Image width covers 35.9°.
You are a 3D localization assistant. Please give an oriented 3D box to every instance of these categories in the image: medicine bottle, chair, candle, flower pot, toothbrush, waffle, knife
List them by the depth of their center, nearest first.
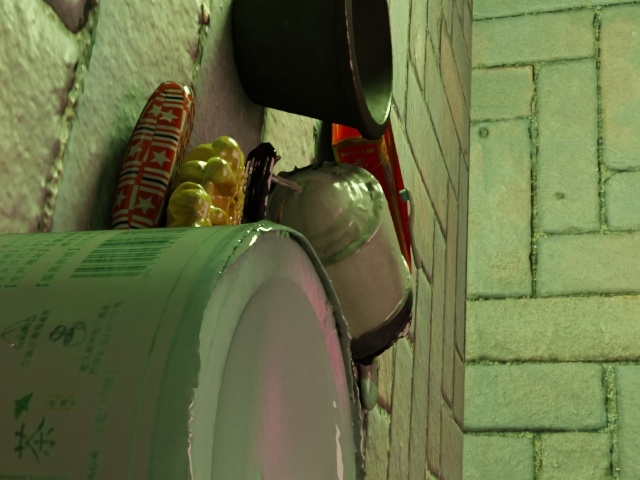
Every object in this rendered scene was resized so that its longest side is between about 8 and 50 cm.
[{"bbox_3d":[-0.145,0.117,0.465,0.245,0.290,0.245,-3,90,-74],"label":"medicine bottle"},{"bbox_3d":[-0.116,0.047,0.907,0.309,0.065,0.283,-79,177,-69],"label":"waffle"},{"bbox_3d":[-0.044,0.010,1.054,0.084,0.101,0.212,13,-92,64],"label":"chair"},{"bbox_3d":[0.000,0.000,1.207,0.330,0.187,0.187,69,25,-47],"label":"candle"},{"bbox_3d":[-0.009,-0.252,1.231,0.269,0.166,0.269,-5,90,-74],"label":"flower pot"},{"bbox_3d":[0.156,-0.018,1.668,0.204,0.022,0.017,73,-5,-48],"label":"toothbrush"},{"bbox_3d":[0.067,0.130,1.693,0.132,0.038,0.399,-78,159,-48],"label":"knife"}]

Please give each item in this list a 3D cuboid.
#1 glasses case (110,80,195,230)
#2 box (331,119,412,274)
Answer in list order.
[{"bbox_3d":[-0.153,-0.063,0.885,0.073,0.049,0.194,102,-3,-57],"label":"glasses case"},{"bbox_3d":[0.086,-0.111,1.653,0.197,0.089,0.313,-87,167,-45],"label":"box"}]
